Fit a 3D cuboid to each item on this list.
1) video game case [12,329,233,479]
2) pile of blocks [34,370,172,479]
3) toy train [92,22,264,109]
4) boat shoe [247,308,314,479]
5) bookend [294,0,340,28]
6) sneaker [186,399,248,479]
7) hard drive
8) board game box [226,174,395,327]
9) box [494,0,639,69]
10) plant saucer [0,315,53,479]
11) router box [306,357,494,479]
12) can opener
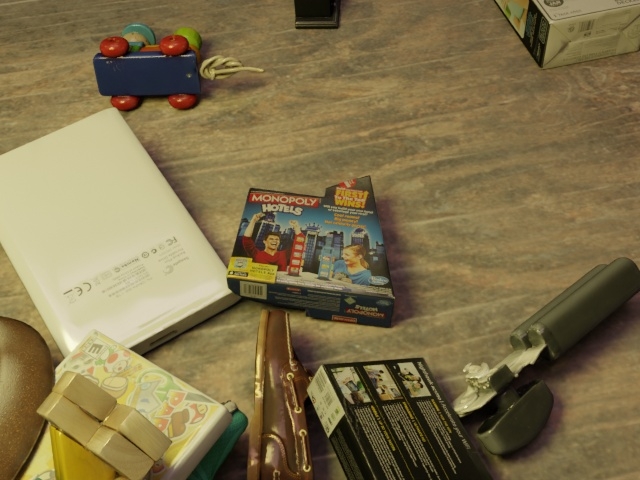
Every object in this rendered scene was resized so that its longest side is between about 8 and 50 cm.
[{"bbox_3d":[-0.224,0.206,0.776,0.206,0.026,0.227,21,60,36],"label":"video game case"},{"bbox_3d":[-0.162,0.282,0.632,0.149,0.112,0.362,-13,91,-29],"label":"pile of blocks"},{"bbox_3d":[-0.201,-0.275,1.260,0.248,0.105,0.143,-1,36,3],"label":"toy train"},{"bbox_3d":[-0.037,0.166,0.882,0.073,0.073,0.207,-1,56,1],"label":"boat shoe"},{"bbox_3d":[-0.006,-0.453,1.353,0.072,0.157,0.156,1,49,5],"label":"bookend"},{"bbox_3d":[-0.135,0.281,0.789,0.110,0.107,0.275,27,59,1],"label":"sneaker"},{"bbox_3d":[-0.268,-0.005,1.021,0.210,0.040,0.319,-29,65,-19],"label":"hard drive"},{"bbox_3d":[0.000,0.000,1.020,0.194,0.060,0.194,8,48,3],"label":"board game box"},{"bbox_3d":[0.375,-0.405,1.333,0.169,0.087,0.290,-13,50,-8],"label":"box"},{"bbox_3d":[-0.414,0.188,0.836,0.310,0.050,0.311,-15,42,14],"label":"plant saucer"},{"bbox_3d":[0.081,0.200,0.826,0.133,0.046,0.179,1,43,-31],"label":"router box"},{"bbox_3d":[0.250,0.119,0.914,0.280,0.074,0.093,-37,91,-23],"label":"can opener"}]
